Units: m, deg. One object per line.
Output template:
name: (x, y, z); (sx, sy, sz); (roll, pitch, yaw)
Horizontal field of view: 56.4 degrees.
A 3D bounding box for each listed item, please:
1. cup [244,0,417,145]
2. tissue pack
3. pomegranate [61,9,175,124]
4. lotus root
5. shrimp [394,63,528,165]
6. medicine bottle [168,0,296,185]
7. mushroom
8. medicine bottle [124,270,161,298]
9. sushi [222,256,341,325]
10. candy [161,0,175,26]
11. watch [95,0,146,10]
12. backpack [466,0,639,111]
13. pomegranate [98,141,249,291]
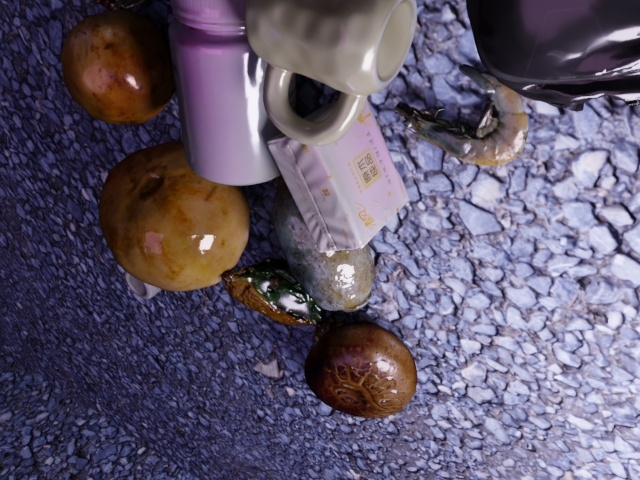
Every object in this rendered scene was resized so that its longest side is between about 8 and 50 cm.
cup: (0.001, -0.274, 0.848); (0.202, 0.173, 0.255); (26, 91, 21)
tissue pack: (0.040, -0.122, 1.062); (0.124, 0.185, 0.225); (-7, 116, 45)
pomegranate: (-0.413, -0.355, 1.221); (0.248, 0.248, 0.248); (21, 133, 25)
lotus root: (-0.001, 0.001, 1.206); (0.175, 0.175, 0.350); (-13, 112, 44)
shrimp: (0.227, -0.204, 0.955); (0.217, 0.051, 0.150); (23, 130, 13)
medicine bottle: (-0.150, -0.309, 1.044); (0.219, 0.219, 0.388); (22, 133, 25)
mushroom: (0.081, 0.295, 1.369); (0.278, 0.163, 0.297); (36, 139, 10)
medicine bottle: (-0.434, 0.073, 1.608); (0.105, 0.168, 0.105); (21, 132, 25)
sushi: (-0.089, 0.101, 1.359); (0.287, 0.149, 0.140); (32, 151, -23)
candy: (-0.242, -0.361, 1.194); (0.145, 0.070, 0.275); (24, 138, 32)
watch: (-0.353, -0.545, 1.137); (0.268, 0.102, 0.165); (-8, 123, 32)
backpack: (0.295, -0.358, 0.630); (0.363, 0.255, 0.446); (9, 112, 33)
pomegranate: (-0.311, -0.048, 1.330); (0.338, 0.338, 0.338); (21, 133, 25)
